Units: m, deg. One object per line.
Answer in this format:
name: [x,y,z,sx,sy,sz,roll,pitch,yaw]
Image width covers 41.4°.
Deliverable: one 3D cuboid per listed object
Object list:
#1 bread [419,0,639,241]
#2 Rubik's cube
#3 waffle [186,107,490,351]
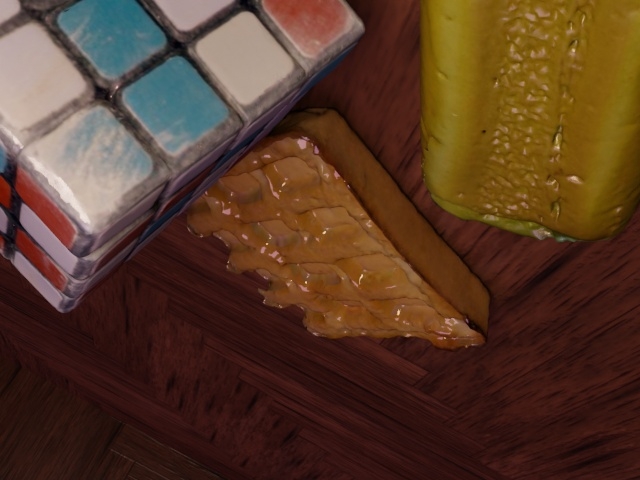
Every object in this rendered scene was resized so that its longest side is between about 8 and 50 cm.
bread: [0.145,-0.141,0.527,0.166,0.112,0.383,16,150,18]
Rubik's cube: [-0.171,-0.135,0.626,0.256,0.259,0.253,48,151,-4]
waffle: [-0.001,0.000,0.954,0.304,0.077,0.348,-6,137,47]
